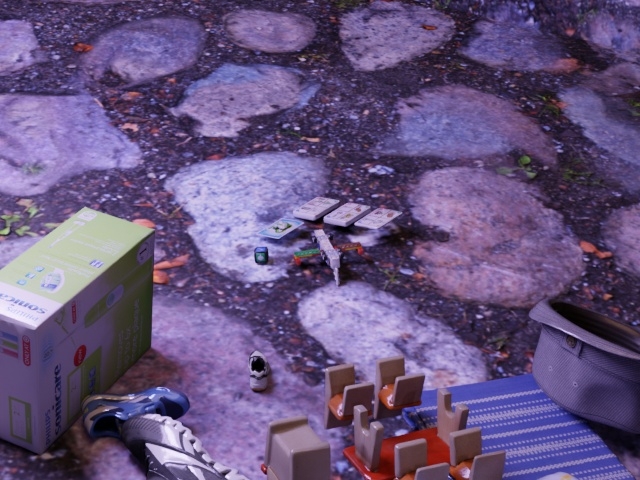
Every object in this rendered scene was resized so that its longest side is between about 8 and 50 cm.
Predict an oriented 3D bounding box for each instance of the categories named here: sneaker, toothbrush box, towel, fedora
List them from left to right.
[{"bbox_3d":[-0.345,0.114,1.715,0.122,0.206,0.283,18,32,19],"label":"toothbrush box"},{"bbox_3d":[-0.244,0.232,1.684,0.144,0.053,0.059,-7,31,-4],"label":"sneaker"},{"bbox_3d":[-0.181,0.291,1.568,0.234,0.078,0.106,30,36,32],"label":"sneaker"},{"bbox_3d":[-0.087,0.177,1.814,0.032,0.037,0.083,-1,30,-7],"label":"sneaker"},{"bbox_3d":[0.275,0.297,1.682,0.243,0.040,0.336,-7,35,-22],"label":"towel"},{"bbox_3d":[0.398,0.183,1.760,0.275,0.124,0.244,27,12,37],"label":"fedora"}]

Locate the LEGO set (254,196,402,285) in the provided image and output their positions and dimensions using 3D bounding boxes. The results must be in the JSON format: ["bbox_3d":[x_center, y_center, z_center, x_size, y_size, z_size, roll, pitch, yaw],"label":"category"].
[{"bbox_3d":[0.000,0.000,2.140,0.182,0.060,0.244,11,28,34],"label":"LEGO set"}]

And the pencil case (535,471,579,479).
[{"bbox_3d":[0.189,0.358,1.446,0.273,0.113,0.124,-18,46,-18],"label":"pencil case"}]

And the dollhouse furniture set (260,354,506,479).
[{"bbox_3d":[0.062,0.274,1.576,0.259,0.135,0.262,-8,25,-23],"label":"dollhouse furniture set"}]
